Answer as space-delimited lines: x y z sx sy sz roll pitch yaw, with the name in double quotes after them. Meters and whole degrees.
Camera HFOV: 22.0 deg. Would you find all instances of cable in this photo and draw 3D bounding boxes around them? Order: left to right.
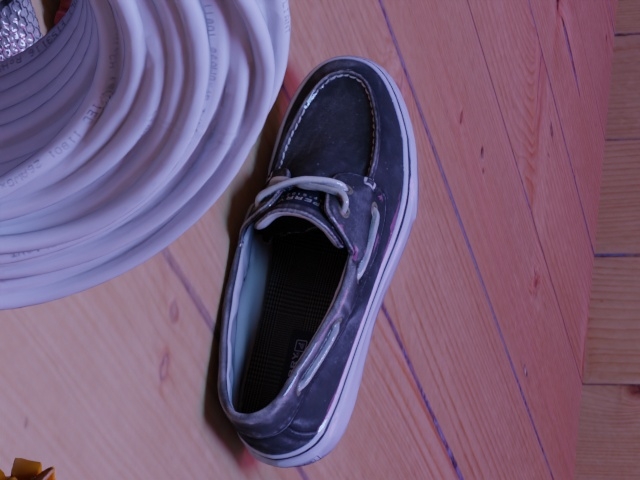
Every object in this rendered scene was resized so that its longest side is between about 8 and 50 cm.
-0.143 -0.085 0.636 0.089 0.257 0.257 -108 -150 -44 "cable"

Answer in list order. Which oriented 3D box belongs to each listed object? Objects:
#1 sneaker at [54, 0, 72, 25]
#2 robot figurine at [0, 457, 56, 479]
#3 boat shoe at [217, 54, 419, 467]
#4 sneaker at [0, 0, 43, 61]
-0.109 -0.157 0.976 0.092 0.088 0.225 -55 140 -62 "sneaker"
-0.177 0.165 0.670 0.291 0.085 0.211 -16 103 -78 "robot figurine"
0.000 0.000 1.236 0.119 0.121 0.335 58 37 -64 "boat shoe"
-0.177 -0.158 0.684 0.134 0.146 0.343 -73 155 -43 "sneaker"
